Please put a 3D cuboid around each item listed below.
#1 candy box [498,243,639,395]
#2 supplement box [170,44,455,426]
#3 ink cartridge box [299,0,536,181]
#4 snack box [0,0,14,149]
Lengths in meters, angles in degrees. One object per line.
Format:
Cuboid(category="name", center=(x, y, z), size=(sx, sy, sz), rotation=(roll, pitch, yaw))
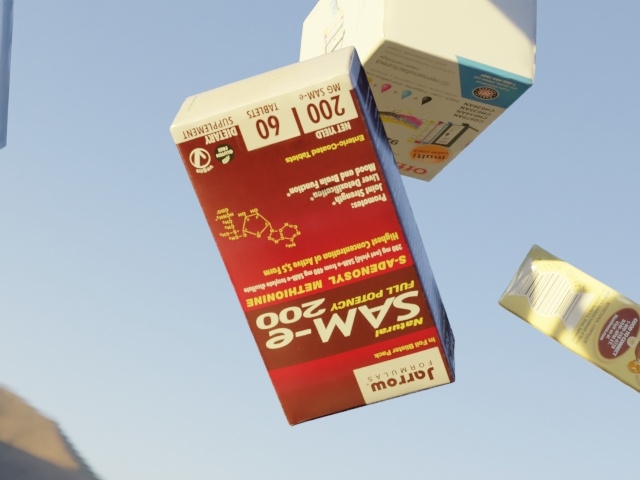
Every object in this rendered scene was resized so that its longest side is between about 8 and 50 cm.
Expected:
Cuboid(category="candy box", center=(0.371, 0.130, 1.528), size=(0.316, 0.087, 0.183), rotation=(34, 3, 31))
Cuboid(category="supplement box", center=(0.000, 0.000, 0.955), size=(0.130, 0.073, 0.239), rotation=(-17, -69, 11))
Cuboid(category="ink cartridge box", center=(0.095, -0.197, 1.434), size=(0.171, 0.168, 0.233), rotation=(14, -28, -18))
Cuboid(category="snack box", center=(-0.213, -0.123, 0.475), size=(0.207, 0.174, 0.070), rotation=(9, 19, 6))
